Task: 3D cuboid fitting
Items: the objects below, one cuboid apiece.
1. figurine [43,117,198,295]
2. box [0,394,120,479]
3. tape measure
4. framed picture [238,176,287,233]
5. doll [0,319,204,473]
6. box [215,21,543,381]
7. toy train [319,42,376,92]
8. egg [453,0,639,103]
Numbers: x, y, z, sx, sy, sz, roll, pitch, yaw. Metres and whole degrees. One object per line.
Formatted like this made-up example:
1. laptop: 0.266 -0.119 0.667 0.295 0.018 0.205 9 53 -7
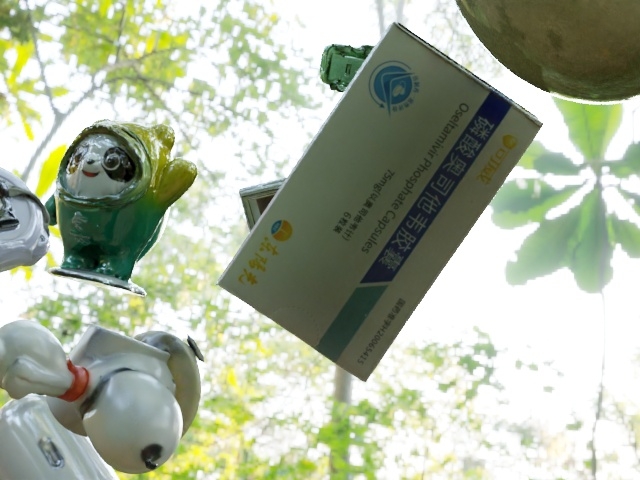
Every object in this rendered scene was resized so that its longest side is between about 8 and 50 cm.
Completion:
1. figurine: -0.404 -0.076 1.814 0.324 0.340 0.231 11 -8 22
2. box: -0.367 0.403 1.340 0.289 0.141 0.349 43 -33 31
3. tape measure: -0.495 -0.033 1.340 0.105 0.178 0.196 -36 -5 36
4. framed picture: 0.000 0.000 1.407 0.273 0.216 0.016 -12 7 36
5. doll: -0.240 0.120 0.911 0.271 0.144 0.208 35 1 -15
6. box: 0.062 -0.041 1.013 0.200 0.343 0.065 34 3 0
7. toy train: 0.059 -0.320 1.708 0.149 0.099 0.081 -1 15 -32
8. egg: 0.229 -0.230 0.832 0.254 0.188 0.188 31 -28 -1
